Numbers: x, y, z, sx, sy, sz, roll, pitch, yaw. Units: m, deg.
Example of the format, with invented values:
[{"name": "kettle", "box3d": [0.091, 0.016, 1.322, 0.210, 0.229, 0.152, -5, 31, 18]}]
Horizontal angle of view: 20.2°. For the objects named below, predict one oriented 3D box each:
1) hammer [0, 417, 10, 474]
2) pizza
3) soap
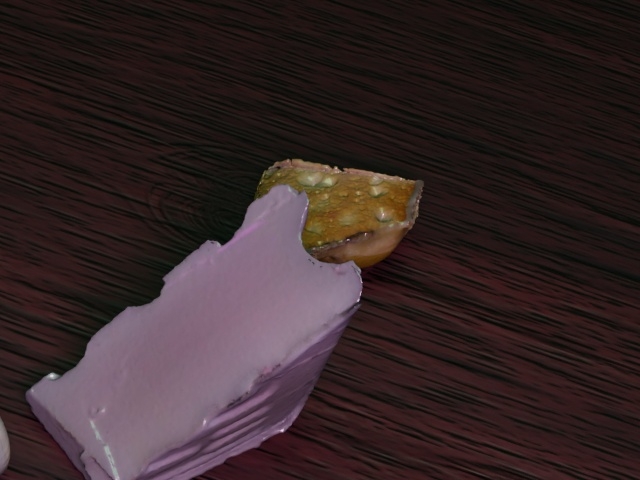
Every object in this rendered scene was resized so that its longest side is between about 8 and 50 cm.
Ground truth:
[{"name": "hammer", "box3d": [-0.335, 0.282, 1.658, 0.202, 0.113, 0.305, -28, 66, -26]}, {"name": "pizza", "box3d": [0.009, -0.002, 1.963, 0.188, 0.080, 0.204, 5, 35, 11]}, {"name": "soap", "box3d": [-0.126, 0.106, 1.720, 0.258, 0.302, 0.159, -20, 65, -25]}]
